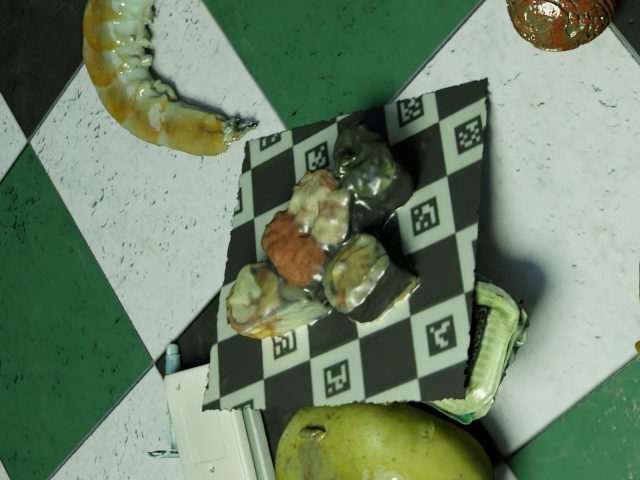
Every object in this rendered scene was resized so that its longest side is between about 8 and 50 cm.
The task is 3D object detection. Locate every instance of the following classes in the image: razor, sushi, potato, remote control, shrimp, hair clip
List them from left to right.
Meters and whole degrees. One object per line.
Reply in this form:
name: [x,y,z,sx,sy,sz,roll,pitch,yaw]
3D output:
shrimp: [-0.199,-0.207,1.497,0.185,0.068,0.287,-35,75,39]
razor: [-0.173,0.190,1.537,0.040,0.068,0.135,-14,74,37]
remote control: [-0.100,0.277,1.477,0.103,0.055,0.277,-18,82,40]
sushi: [0.000,0.000,1.272,0.339,0.068,0.320,-9,65,41]
potato: [0.060,0.235,1.262,0.228,0.148,0.197,23,134,25]
hair clip: [0.080,0.084,1.273,0.321,0.091,0.138,17,85,46]

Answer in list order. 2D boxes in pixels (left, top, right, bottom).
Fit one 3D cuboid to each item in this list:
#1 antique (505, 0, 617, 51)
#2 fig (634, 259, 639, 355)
antique: [0.209,-0.213,1.134,0.104,0.104,0.104,5,98,39]
fig: [0.328,0.062,1.039,0.175,0.175,0.207,35,131,32]
